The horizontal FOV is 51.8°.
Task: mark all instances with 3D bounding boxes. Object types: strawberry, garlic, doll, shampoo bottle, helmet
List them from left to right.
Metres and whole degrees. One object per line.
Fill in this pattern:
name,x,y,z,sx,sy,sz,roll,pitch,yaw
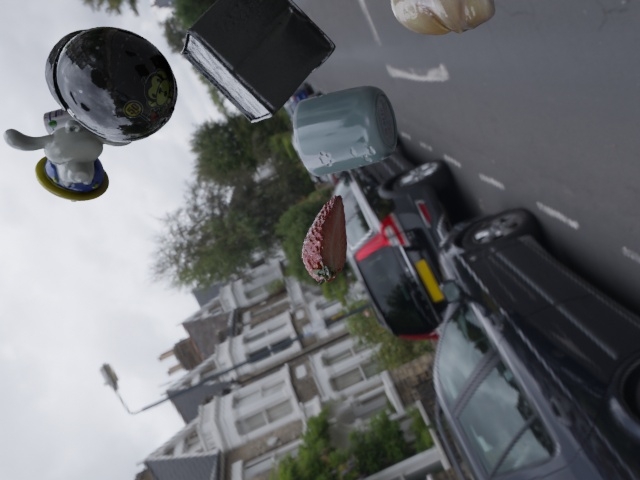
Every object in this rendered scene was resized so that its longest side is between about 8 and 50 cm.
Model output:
doll,-0.663,-0.196,1.700,0.311,0.243,0.159,5,-116,-42
shampoo bottle,-0.727,-0.405,2.117,0.092,0.303,0.092,-14,-90,-86
helmet,-0.427,-0.336,1.348,0.279,0.230,0.160,31,172,-13
strawberry,0.002,0.005,1.777,0.236,0.107,0.175,-71,-31,-43
garlic,0.256,-0.546,1.485,0.228,0.217,0.110,42,-122,-36

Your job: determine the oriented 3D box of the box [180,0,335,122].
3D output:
box,-0.157,-0.435,1.513,0.251,0.204,0.345,43,176,-15

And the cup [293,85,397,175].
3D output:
cup,0.115,-0.349,2.178,0.357,0.275,0.259,20,-116,-60
